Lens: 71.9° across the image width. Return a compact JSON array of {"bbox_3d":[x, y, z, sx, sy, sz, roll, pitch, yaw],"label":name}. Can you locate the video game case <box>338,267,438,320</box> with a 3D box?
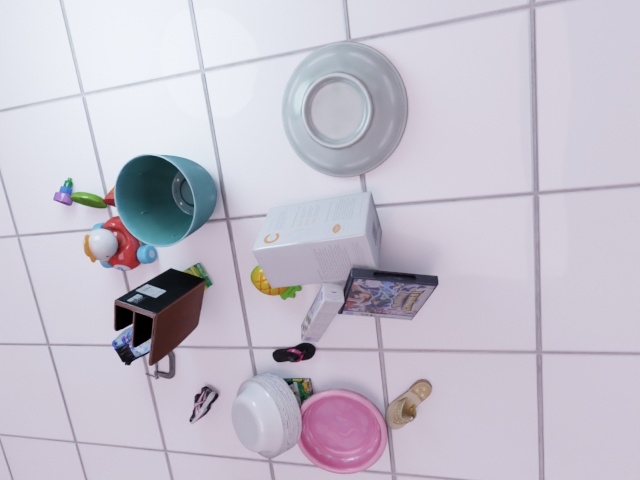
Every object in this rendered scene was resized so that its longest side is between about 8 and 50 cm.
[{"bbox_3d":[0.193,0.169,1.335,0.247,0.035,0.275,6,148,-3],"label":"video game case"}]

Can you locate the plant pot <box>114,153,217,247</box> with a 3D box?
[{"bbox_3d":[-0.484,-0.146,1.472,0.292,0.235,0.294,4,104,16],"label":"plant pot"}]

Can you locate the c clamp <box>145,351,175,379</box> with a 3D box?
[{"bbox_3d":[-0.657,0.507,1.807,0.137,0.022,0.161,16,108,12],"label":"c clamp"}]

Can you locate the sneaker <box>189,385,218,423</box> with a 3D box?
[{"bbox_3d":[-0.481,0.656,1.778,0.077,0.072,0.178,40,104,16],"label":"sneaker"}]

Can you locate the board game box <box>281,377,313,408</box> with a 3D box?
[{"bbox_3d":[-0.079,0.644,1.669,0.136,0.030,0.260,-8,102,16],"label":"board game box"}]

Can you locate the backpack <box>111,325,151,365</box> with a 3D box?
[{"bbox_3d":[-0.690,0.382,1.712,0.173,0.158,0.117,-26,103,18],"label":"backpack"}]

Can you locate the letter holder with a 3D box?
[{"bbox_3d":[-0.546,0.258,1.516,0.151,0.302,0.215,16,110,11],"label":"letter holder"}]

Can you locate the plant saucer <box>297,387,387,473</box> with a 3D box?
[{"bbox_3d":[0.073,0.672,1.585,0.331,0.084,0.333,2,103,8],"label":"plant saucer"}]

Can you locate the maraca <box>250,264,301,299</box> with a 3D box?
[{"bbox_3d":[-0.154,0.143,1.527,0.185,0.099,0.127,31,121,-20],"label":"maraca"}]

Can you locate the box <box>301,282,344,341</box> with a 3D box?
[{"bbox_3d":[0.000,0.241,1.427,0.067,0.063,0.324,5,145,-13],"label":"box"}]

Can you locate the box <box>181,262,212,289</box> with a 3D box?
[{"bbox_3d":[-0.499,0.165,1.662,0.179,0.043,0.105,-29,95,20],"label":"box"}]

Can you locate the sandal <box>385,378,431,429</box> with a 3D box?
[{"bbox_3d":[0.294,0.581,1.513,0.088,0.079,0.240,35,111,5],"label":"sandal"}]

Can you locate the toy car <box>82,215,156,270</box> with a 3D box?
[{"bbox_3d":[-0.769,0.030,1.601,0.219,0.238,0.211,-6,102,18],"label":"toy car"}]

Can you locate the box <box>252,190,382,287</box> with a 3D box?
[{"bbox_3d":[0.000,0.000,1.353,0.344,0.215,0.168,-7,128,19],"label":"box"}]

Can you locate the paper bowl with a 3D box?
[{"bbox_3d":[-0.211,0.633,1.581,0.284,0.148,0.285,9,103,44],"label":"paper bowl"}]

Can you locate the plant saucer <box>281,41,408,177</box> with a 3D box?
[{"bbox_3d":[0.058,-0.387,1.323,0.399,0.100,0.401,4,105,15],"label":"plant saucer"}]

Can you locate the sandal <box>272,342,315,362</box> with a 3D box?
[{"bbox_3d":[-0.099,0.419,1.608,0.179,0.040,0.067,-17,99,20],"label":"sandal"}]

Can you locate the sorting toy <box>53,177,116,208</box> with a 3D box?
[{"bbox_3d":[-0.836,-0.194,1.654,0.365,0.127,0.126,4,76,18],"label":"sorting toy"}]
